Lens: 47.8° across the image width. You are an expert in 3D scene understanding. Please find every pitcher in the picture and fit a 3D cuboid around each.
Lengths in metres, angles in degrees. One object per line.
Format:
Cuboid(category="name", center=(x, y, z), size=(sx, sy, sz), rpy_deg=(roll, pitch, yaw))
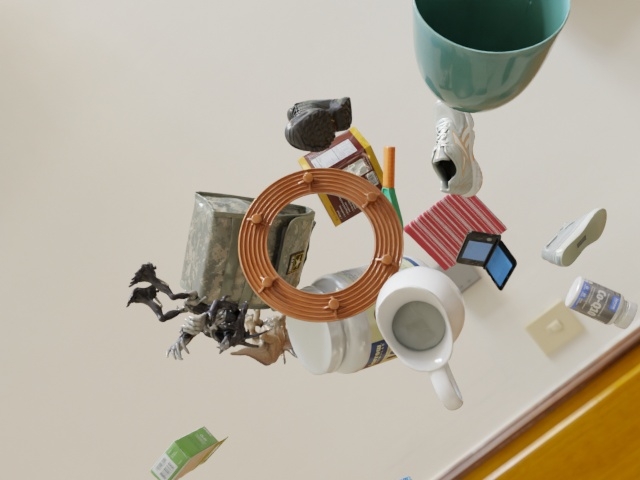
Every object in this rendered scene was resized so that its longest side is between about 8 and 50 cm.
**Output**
Cuboid(category="pitcher", center=(0.146, 0.128, 0.988), size=(0.207, 0.125, 0.178), rpy_deg=(-34, -79, -80))

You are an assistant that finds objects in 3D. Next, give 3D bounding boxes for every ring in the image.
Cuboid(category="ring", center=(0.000, 0.000, 1.457), size=(0.336, 0.336, 0.032), rpy_deg=(53, 169, 18))

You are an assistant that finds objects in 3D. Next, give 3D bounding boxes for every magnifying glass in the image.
Cuboid(category="magnifying glass", center=(0.150, -0.094, 1.610), size=(0.092, 0.026, 0.231), rpy_deg=(20, 113, 54))

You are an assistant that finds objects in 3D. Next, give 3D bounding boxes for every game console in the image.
Cuboid(category="game console", center=(0.358, 0.045, 1.573), size=(0.122, 0.107, 0.071), rpy_deg=(99, 180, -55))

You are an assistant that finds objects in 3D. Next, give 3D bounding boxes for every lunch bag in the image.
Cuboid(category="lunch bag", center=(-0.149, 0.029, 1.640), size=(0.287, 0.235, 0.169), rpy_deg=(3, -160, -30))

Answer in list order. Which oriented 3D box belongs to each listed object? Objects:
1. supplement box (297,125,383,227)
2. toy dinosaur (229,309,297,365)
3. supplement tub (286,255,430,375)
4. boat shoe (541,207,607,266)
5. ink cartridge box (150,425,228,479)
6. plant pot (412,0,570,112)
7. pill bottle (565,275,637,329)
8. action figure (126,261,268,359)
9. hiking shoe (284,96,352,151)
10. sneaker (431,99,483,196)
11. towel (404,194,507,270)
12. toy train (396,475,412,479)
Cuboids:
Cuboid(category="supplement box", center=(0.071, -0.182, 2.077), size=(0.191, 0.194, 0.129), rpy_deg=(60, 180, -38))
Cuboid(category="toy dinosaur", center=(-0.136, 0.287, 2.039), size=(0.295, 0.127, 0.200), rpy_deg=(-46, -44, -56))
Cuboid(category="supplement tub", center=(0.107, 0.176, 1.700), size=(0.235, 0.325, 0.235), rpy_deg=(30, 126, 52))
Cuboid(category="boat shoe", center=(0.638, -0.017, 1.826), size=(0.081, 0.227, 0.079), rpy_deg=(18, 137, 47))
Cuboid(category="ink cartridge box", center=(-0.332, 0.542, 1.847), size=(0.062, 0.109, 0.209), rpy_deg=(43, -166, 14))
Cuboid(category="plant pot", center=(0.318, -0.398, 1.444), size=(0.293, 0.293, 0.235), rpy_deg=(54, 163, 25))
Cuboid(category="pill bottle", center=(0.629, 0.142, 1.620), size=(0.137, 0.078, 0.078), rpy_deg=(24, -178, 9))
Cuboid(category="action figure", center=(-0.248, 0.159, 1.414), size=(0.276, 0.164, 0.141), rpy_deg=(28, -140, -1))
Cuboid(category="hiking shoe", center=(-0.024, -0.230, 1.440), size=(0.227, 0.114, 0.086), rpy_deg=(-37, -55, -54))
Cuboid(category="sneaker", center=(0.323, -0.236, 1.806), size=(0.121, 0.099, 0.262), rpy_deg=(-5, -103, -41))
Cuboid(category="towel", center=(0.406, -0.037, 2.205), size=(0.199, 0.275, 0.031), rpy_deg=(44, -138, -8))
Cuboid(category="toy train", center=(0.119, 0.464, 1.198), size=(0.080, 0.105, 0.184), rpy_deg=(63, -171, 0))
